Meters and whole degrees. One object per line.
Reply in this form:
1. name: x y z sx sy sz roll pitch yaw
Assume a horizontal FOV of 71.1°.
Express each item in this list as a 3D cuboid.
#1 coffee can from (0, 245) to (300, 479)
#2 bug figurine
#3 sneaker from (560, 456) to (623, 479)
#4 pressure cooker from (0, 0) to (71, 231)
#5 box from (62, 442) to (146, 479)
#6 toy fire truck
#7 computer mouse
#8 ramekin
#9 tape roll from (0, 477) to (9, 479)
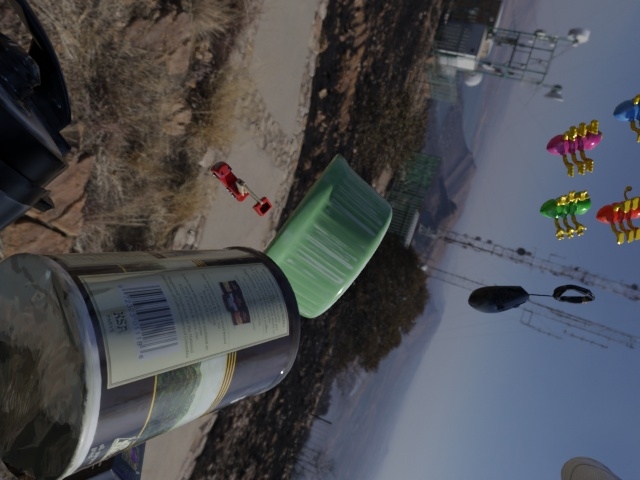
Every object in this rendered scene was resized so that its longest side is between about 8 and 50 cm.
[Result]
1. coffee can: -0.183 0.108 0.499 0.275 0.201 0.202 0 109 -57
2. bug figurine: 0.489 -0.124 0.768 0.072 0.216 0.279 -106 -174 -60
3. sneaker: 0.522 0.468 0.749 0.366 0.137 0.210 -101 166 -71
4. pressure cooker: -0.460 -0.120 0.411 0.420 0.370 0.375 -43 113 -13
5. box: -0.608 0.614 1.268 0.270 0.165 0.143 -121 -171 -65
6. toy fire truck: -0.244 -0.161 1.370 0.047 0.135 0.192 -48 118 -16
7. computer mouse: 0.404 0.117 0.855 0.071 0.242 0.041 86 3 -52
8. ramekin: 0.000 0.000 0.855 0.303 0.148 0.303 -53 -175 7
9. tape roll: -0.563 0.511 0.665 0.286 0.286 0.100 -61 -174 -31
